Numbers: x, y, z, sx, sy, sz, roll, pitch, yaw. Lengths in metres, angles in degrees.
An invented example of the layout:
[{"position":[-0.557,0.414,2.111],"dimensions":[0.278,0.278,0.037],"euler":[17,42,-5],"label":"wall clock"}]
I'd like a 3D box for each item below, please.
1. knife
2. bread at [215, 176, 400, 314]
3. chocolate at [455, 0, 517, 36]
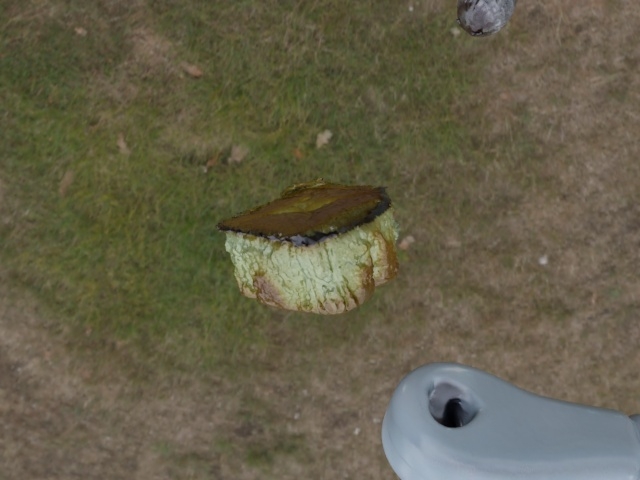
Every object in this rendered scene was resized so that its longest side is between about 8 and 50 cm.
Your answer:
[{"position":[0.192,0.103,0.431],"dimensions":[0.331,0.080,0.044],"euler":[6,127,-10],"label":"knife"},{"position":[0.000,0.000,0.665],"dimensions":[0.140,0.128,0.069],"euler":[8,120,45],"label":"bread"},{"position":[0.333,-0.472,1.534],"dimensions":[0.110,0.248,0.110],"euler":[32,156,16],"label":"chocolate"}]
